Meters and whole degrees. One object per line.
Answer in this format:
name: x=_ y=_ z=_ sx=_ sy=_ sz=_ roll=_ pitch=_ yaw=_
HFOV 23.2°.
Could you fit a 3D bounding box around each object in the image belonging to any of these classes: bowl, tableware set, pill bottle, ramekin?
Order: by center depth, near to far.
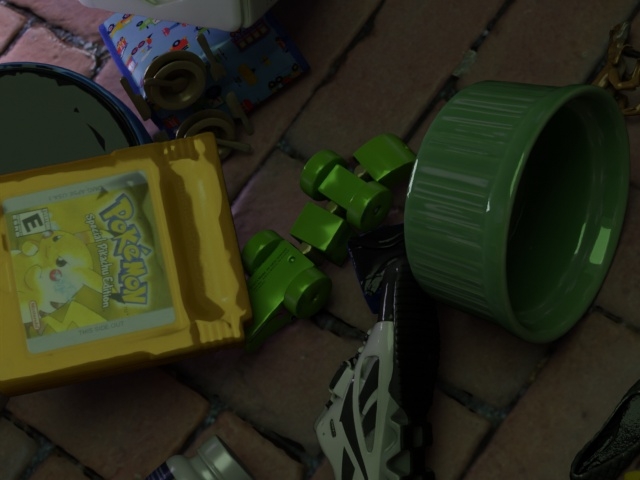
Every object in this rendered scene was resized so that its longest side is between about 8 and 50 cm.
ramekin: x=0.227 y=-0.043 z=1.819 sx=0.148 sy=0.303 sz=0.303 roll=15 pitch=70 yaw=34
pill bottle: x=-0.171 y=0.324 z=1.876 sx=0.186 sy=0.112 sz=0.112 roll=-41 pitch=58 yaw=-3
bowl: x=-0.400 y=-0.058 z=2.050 sx=0.391 sy=0.077 sz=0.391 roll=0 pitch=70 yaw=1
tableware set: x=-0.168 y=-0.170 z=2.077 sx=0.128 sy=0.194 sz=0.039 roll=-30 pitch=43 yaw=-2

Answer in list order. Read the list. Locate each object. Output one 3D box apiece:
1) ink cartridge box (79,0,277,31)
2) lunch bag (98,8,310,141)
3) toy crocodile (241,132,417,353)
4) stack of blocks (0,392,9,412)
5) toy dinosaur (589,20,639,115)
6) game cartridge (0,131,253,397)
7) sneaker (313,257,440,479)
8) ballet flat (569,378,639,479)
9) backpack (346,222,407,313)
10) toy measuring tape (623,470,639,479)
ink cartridge box: x=-0.136 y=-0.458 z=2.139 sx=0.279 sy=0.160 sz=0.385 roll=12 pitch=39 yaw=23
lunch bag: x=-0.186 y=-0.298 z=2.202 sx=0.221 sy=0.138 sz=0.293 roll=-35 pitch=49 yaw=3
toy crocodile: x=0.000 y=0.000 z=1.996 sx=0.115 sy=0.105 sz=0.340 roll=34 pitch=84 yaw=31
stack of blocks: x=-0.463 y=0.100 z=2.108 sx=0.171 sy=0.087 sz=0.297 roll=21 pitch=72 yaw=26
toy dinosaur: x=0.360 y=-0.185 z=1.987 sx=0.112 sy=0.064 sz=0.211 roll=13 pitch=59 yaw=44
game cartridge: x=-0.262 y=0.026 z=1.951 sx=0.323 sy=0.053 sz=0.285 roll=-13 pitch=71 yaw=-2
sneaker: x=0.056 y=0.182 z=1.835 sx=0.146 sy=0.122 sz=0.331 roll=0 pitch=81 yaw=30
ballet flat: x=0.347 y=0.219 z=1.781 sx=0.057 sy=0.049 sz=0.173 roll=33 pitch=79 yaw=29
backpack: x=0.105 y=0.029 z=1.934 sx=0.120 sy=0.101 sz=0.098 roll=-21 pitch=62 yaw=4
toy measuring tape: x=0.351 y=0.313 z=1.697 sx=0.330 sy=0.121 sz=0.121 roll=-9 pitch=62 yaw=22
